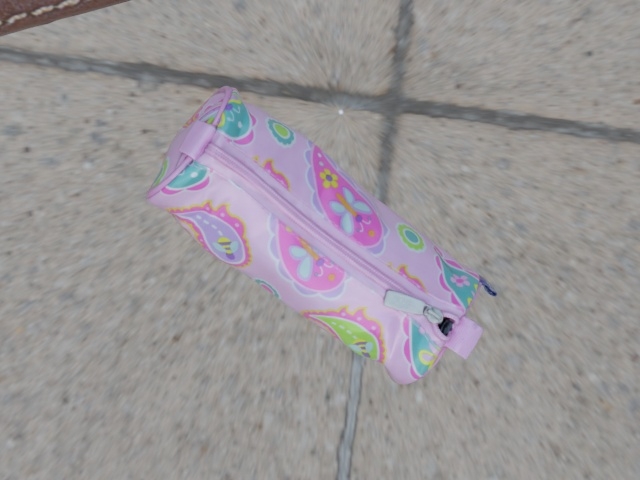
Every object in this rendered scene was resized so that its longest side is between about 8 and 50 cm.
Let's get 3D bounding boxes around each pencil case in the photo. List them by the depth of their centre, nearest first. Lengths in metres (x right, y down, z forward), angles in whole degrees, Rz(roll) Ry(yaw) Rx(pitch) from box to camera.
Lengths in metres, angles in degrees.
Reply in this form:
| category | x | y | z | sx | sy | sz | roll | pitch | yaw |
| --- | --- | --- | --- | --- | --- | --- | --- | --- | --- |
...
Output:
| category | x | y | z | sx | sy | sz | roll | pitch | yaw |
| --- | --- | --- | --- | --- | --- | --- | --- | --- | --- |
| pencil case | 0.000 | 0.000 | 1.445 | 0.284 | 0.124 | 0.124 | 38 | 94 | -11 |

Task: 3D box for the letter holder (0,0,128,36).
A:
| category | x | y | z | sx | sy | sz | roll | pitch | yaw |
| --- | --- | --- | --- | --- | --- | --- | --- | --- | --- |
| letter holder | -0.037 | -0.166 | 0.284 | 0.302 | 0.214 | 0.152 | -13 | 58 | 19 |
